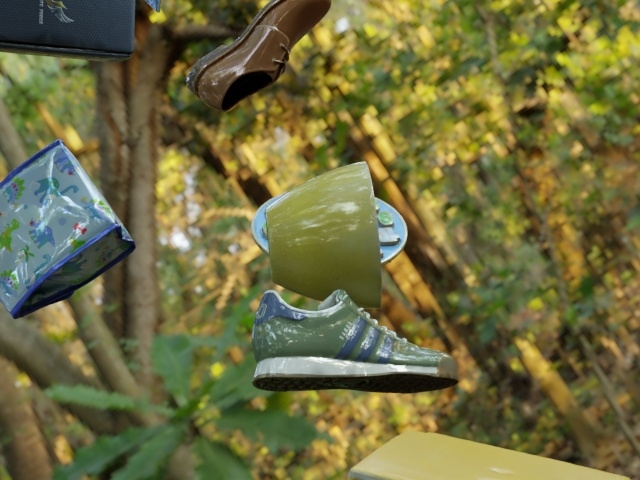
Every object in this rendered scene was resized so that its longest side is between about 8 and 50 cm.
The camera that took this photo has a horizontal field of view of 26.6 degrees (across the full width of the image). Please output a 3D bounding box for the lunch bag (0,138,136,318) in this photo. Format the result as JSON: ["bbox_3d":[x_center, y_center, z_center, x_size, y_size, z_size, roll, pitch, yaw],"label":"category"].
[{"bbox_3d":[-0.294,-0.007,1.437,0.151,0.129,0.096,-35,-21,-6],"label":"lunch bag"}]

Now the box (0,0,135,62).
[{"bbox_3d":[-0.273,-0.296,1.316,0.183,0.233,0.059,2,-1,-29],"label":"box"}]

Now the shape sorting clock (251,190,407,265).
[{"bbox_3d":[0.012,-0.017,1.784,0.206,0.206,0.040,-28,-42,-36],"label":"shape sorting clock"}]

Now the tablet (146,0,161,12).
[{"bbox_3d":[-0.175,-0.287,1.419,0.006,0.054,0.083,-8,-54,-30],"label":"tablet"}]

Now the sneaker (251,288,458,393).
[{"bbox_3d":[0.029,0.081,1.143,0.192,0.086,0.064,4,-22,-27],"label":"sneaker"}]

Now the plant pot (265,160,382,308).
[{"bbox_3d":[0.000,0.000,1.223,0.095,0.134,0.134,-6,-9,-4],"label":"plant pot"}]

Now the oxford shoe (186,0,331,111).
[{"bbox_3d":[-0.059,-0.231,1.650,0.212,0.076,0.076,-42,-35,-5],"label":"oxford shoe"}]

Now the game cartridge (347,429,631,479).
[{"bbox_3d":[0.199,0.282,1.516,0.285,0.053,0.323,11,2,15],"label":"game cartridge"}]
